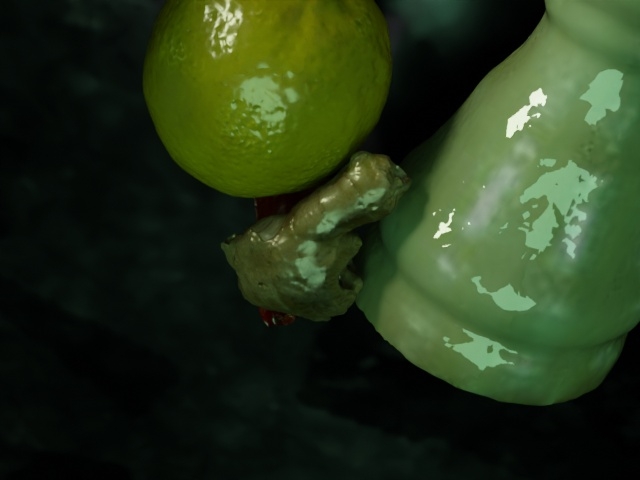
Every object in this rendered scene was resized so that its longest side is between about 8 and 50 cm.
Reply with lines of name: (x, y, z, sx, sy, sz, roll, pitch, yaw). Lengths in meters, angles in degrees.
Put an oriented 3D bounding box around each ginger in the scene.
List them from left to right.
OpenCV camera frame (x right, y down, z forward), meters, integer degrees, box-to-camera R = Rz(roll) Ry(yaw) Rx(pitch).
ginger: (0.005, 0.007, 0.894, 0.165, 0.067, 0.096, -32, 103, 31)

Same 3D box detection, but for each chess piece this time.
chess piece: (0.196, -0.111, 0.861, 0.234, 0.234, 0.442, 17, 124, -7)

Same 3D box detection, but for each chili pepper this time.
chili pepper: (-0.023, 0.013, 1.008, 0.088, 0.169, 0.065, -3, 126, 11)

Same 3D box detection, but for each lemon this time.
lemon: (-0.041, -0.121, 0.905, 0.178, 0.178, 0.203, 26, 141, -13)
